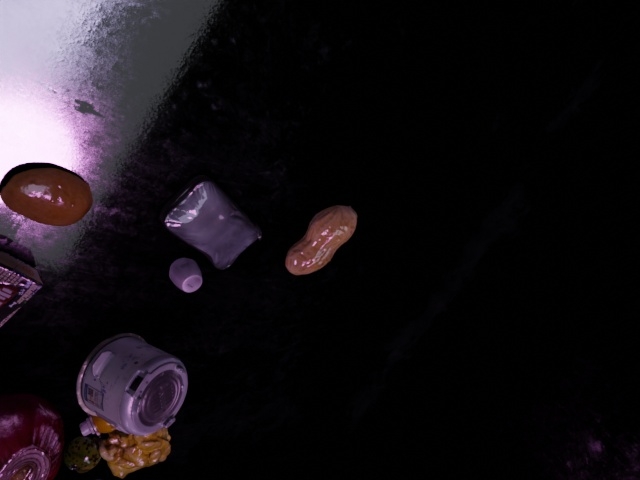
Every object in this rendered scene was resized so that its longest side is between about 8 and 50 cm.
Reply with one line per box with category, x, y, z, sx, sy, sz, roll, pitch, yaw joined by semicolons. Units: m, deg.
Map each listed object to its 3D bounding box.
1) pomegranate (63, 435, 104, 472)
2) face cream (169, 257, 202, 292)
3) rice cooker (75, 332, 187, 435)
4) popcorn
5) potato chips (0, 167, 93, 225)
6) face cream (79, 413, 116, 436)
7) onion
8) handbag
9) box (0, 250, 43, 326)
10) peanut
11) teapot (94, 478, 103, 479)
pomegranate;-0.793;0.712;1.748;0.122;0.122;0.161;-64;171;20
face cream;-0.409;0.105;1.569;0.091;0.095;0.091;-23;135;-26
rice cooker;-0.571;0.429;1.556;0.264;0.316;0.317;-63;145;-21
popcorn;-0.651;0.710;1.808;0.233;0.192;0.266;-34;145;14
potato chips;-0.644;-0.098;1.236;0.150;0.049;0.201;-46;147;8
face cream;-0.633;0.549;1.742;0.348;0.105;0.105;-26;136;-22
onion;-0.875;0.557;1.408;0.336;0.282;0.260;1;103;-45
handbag;-0.317;-0.042;1.550;0.191;0.075;0.332;-47;137;-4
box;-0.845;0.087;1.188;0.198;0.084;0.310;-45;140;-2
peanut;0.000;0.000;1.808;0.313;0.149;0.149;-49;140;11
teapot;-0.841;0.926;1.921;0.088;0.066;0.057;13;95;-22
